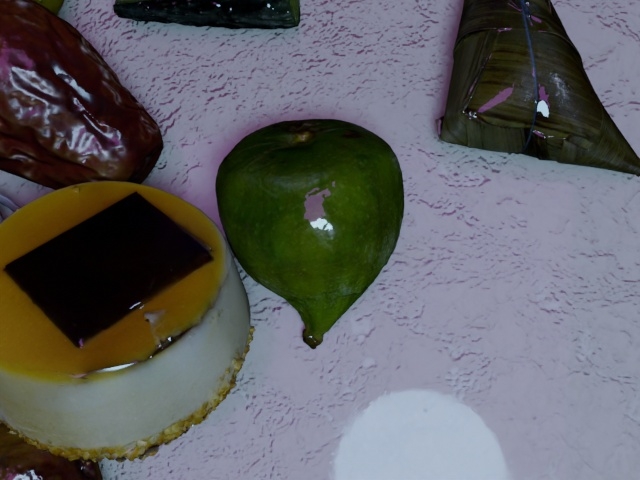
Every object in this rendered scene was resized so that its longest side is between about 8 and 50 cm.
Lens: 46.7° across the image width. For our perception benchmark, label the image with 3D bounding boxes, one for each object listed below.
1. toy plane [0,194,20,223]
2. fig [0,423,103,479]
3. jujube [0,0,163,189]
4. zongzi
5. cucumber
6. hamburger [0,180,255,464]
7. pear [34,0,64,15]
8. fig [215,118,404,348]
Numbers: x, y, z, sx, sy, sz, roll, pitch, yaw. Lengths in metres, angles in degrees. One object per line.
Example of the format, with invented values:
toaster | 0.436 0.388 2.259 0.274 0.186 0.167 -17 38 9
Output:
toy plane | -0.432 -0.054 0.782 0.182 0.273 0.107 2 60 28
fig | -0.346 0.277 0.775 0.257 0.159 0.159 -26 80 19
jujube | -0.300 -0.146 0.808 0.255 0.190 0.190 37 84 -5
zongzi | 0.266 -0.195 0.831 0.242 0.112 0.221 11 81 -4
cucumber | -0.132 -0.280 0.886 0.211 0.062 0.078 -2 47 8
hamburger | -0.209 0.077 0.743 0.294 0.179 0.276 34 55 25
pear | -0.353 -0.305 0.872 0.107 0.107 0.131 26 90 6
fig | 0.000 0.000 0.802 0.203 0.203 0.235 -12 120 0
